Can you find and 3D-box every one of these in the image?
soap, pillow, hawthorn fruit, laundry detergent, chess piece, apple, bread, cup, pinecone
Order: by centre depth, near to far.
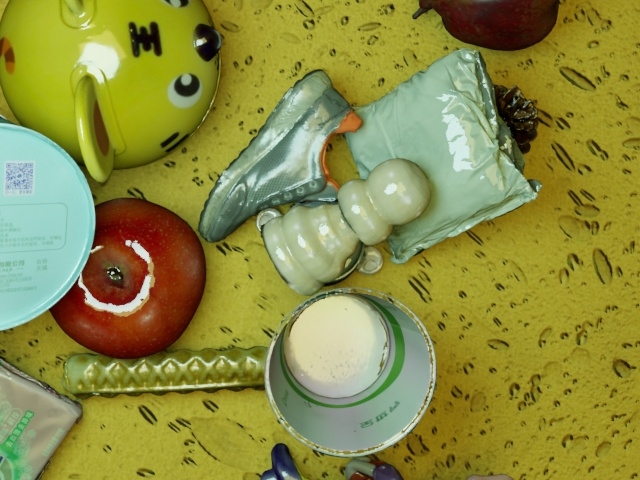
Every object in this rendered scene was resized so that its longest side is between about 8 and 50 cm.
[{"bbox_3d":[-0.514,-0.051,1.304,0.287,0.305,0.287,-13,113,-34],"label":"laundry detergent"},{"bbox_3d":[0.050,-0.031,1.404,0.261,0.143,0.142,-31,93,20],"label":"chess piece"},{"bbox_3d":[0.039,0.187,1.451,0.253,0.274,0.253,0,92,-2],"label":"cup"},{"bbox_3d":[-0.315,0.056,1.455,0.260,0.216,0.260,0,88,-2],"label":"apple"},{"bbox_3d":[0.178,-0.138,1.474,0.310,0.138,0.283,-27,88,38],"label":"pillow"},{"bbox_3d":[0.270,-0.405,1.497,0.248,0.208,0.208,-12,92,9],"label":"hawthorn fruit"},{"bbox_3d":[-0.534,0.339,1.499,0.218,0.098,0.273,35,88,-11],"label":"soap"},{"bbox_3d":[-0.247,0.220,1.528,0.367,0.077,0.084,-1,108,-3],"label":"bread"},{"bbox_3d":[0.304,-0.196,1.534,0.140,0.121,0.140,3,79,-14],"label":"pinecone"}]

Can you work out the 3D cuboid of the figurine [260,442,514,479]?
[{"bbox_3d":[0.099,0.434,1.499,0.421,0.193,0.154,5,87,-8],"label":"figurine"}]

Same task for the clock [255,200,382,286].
[{"bbox_3d":[0.000,0.000,1.549,0.229,0.063,0.155,23,91,-5],"label":"clock"}]

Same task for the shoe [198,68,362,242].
[{"bbox_3d":[-0.049,-0.103,1.491,0.171,0.132,0.336,39,98,1],"label":"shoe"}]

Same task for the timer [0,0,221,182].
[{"bbox_3d":[-0.317,-0.273,1.364,0.376,0.387,0.376,0,93,-1],"label":"timer"}]
